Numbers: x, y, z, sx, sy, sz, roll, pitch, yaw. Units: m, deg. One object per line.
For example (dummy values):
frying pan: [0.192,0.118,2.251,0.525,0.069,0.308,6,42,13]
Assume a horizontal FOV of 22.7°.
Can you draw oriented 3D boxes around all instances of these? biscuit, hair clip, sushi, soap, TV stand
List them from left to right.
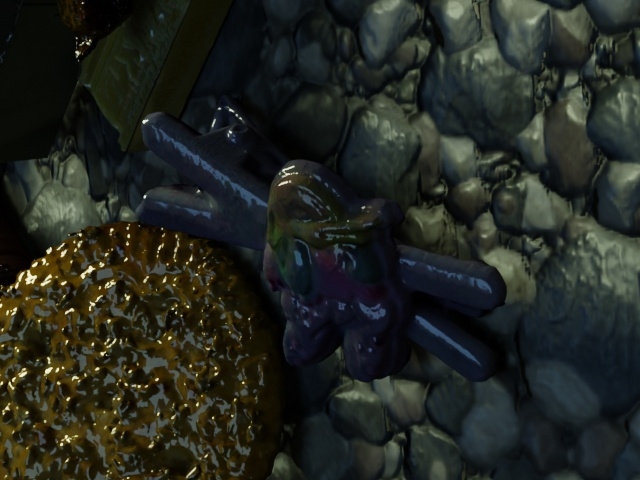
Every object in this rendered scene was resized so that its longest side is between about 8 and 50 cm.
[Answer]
TV stand: [-0.196,-0.183,1.090,0.088,0.082,0.269,42,122,26]
sushi: [-0.139,-0.166,1.014,0.047,0.050,0.099,38,133,49]
biscuit: [-0.136,0.107,1.037,0.254,0.035,0.254,-6,76,26]
soap: [-0.093,-0.177,1.026,0.092,0.037,0.252,56,134,32]
hair clip: [-0.013,0.002,0.914,0.278,0.090,0.137,37,132,42]

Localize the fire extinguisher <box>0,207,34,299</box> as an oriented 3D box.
fire extinguisher: [-0.316,-0.032,1.267,0.269,0.104,0.105,52,132,33]
